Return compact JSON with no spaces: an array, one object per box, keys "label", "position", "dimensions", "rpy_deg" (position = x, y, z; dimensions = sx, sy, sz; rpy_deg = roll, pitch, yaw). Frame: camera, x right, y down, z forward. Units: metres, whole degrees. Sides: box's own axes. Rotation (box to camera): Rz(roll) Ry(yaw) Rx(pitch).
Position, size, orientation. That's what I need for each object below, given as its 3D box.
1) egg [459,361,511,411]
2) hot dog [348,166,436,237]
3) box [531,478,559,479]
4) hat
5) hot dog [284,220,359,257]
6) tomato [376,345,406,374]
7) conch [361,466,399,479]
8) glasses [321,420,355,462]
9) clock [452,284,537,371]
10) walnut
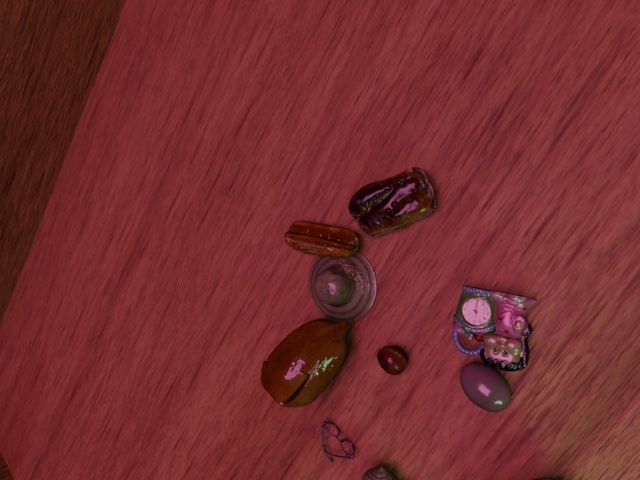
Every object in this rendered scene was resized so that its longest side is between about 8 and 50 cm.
[{"label":"egg","position":[0.419,0.372,1.085],"dimensions":[0.135,0.103,0.103],"rpy_deg":[41,107,30]},{"label":"hot dog","position":[0.207,-0.110,1.248],"dimensions":[0.270,0.081,0.163],"rpy_deg":[-22,78,26]},{"label":"box","position":[0.490,0.668,0.957],"dimensions":[0.226,0.226,0.150],"rpy_deg":[-32,72,25]},{"label":"hat","position":[0.039,0.140,1.315],"dimensions":[0.251,0.110,0.252],"rpy_deg":[-2,87,29]},{"label":"hot dog","position":[0.000,0.000,1.350],"dimensions":[0.268,0.115,0.072],"rpy_deg":[14,136,33]},{"label":"tomato","position":[0.208,0.341,1.223],"dimensions":[0.075,0.087,0.087],"rpy_deg":[-32,66,-21]},{"label":"conch","position":[0.182,0.711,1.207],"dimensions":[0.135,0.102,0.154],"rpy_deg":[3,122,19]},{"label":"glasses","position":[0.033,0.644,1.319],"dimensions":[0.140,0.062,0.104],"rpy_deg":[44,109,26]},{"label":"clock","position":[0.438,0.223,1.089],"dimensions":[0.193,0.100,0.196],"rpy_deg":[6,88,34]},{"label":"walnut","position":[-0.035,0.362,1.303],"dimensions":[0.336,0.209,0.209],"rpy_deg":[-45,67,6]}]
